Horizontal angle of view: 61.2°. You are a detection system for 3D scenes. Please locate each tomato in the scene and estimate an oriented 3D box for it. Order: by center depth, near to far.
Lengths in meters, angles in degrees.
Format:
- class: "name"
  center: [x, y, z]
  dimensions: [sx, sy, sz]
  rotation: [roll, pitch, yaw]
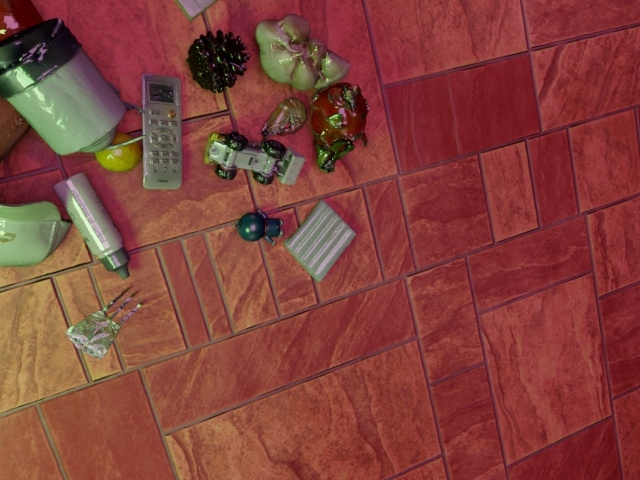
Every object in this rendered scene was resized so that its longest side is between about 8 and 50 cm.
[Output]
- class: "tomato"
  center: [-0.775, -0.527, 1.328]
  dimensions: [0.187, 0.151, 0.187]
  rotation: [-4, 104, -18]

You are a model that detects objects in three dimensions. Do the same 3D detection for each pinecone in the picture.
- class: "pinecone"
  center: [-0.274, -0.503, 1.498]
  dimensions: [0.165, 0.163, 0.163]
  rotation: [-42, 109, -28]

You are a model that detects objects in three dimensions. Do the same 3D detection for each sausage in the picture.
- class: "sausage"
  center: [-0.812, -0.275, 1.314]
  dimensions: [0.152, 0.152, 0.279]
  rotation: [37, 56, -19]

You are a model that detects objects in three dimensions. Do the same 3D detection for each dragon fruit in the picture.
- class: "dragon fruit"
  center: [0.054, -0.332, 1.602]
  dimensions: [0.198, 0.200, 0.269]
  rotation: [9, 95, -8]

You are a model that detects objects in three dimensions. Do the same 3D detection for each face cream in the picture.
- class: "face cream"
  center: [-0.610, -0.030, 1.483]
  dimensions: [0.092, 0.092, 0.311]
  rotation: [-28, 106, -13]

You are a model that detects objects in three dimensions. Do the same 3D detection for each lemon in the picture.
- class: "lemon"
  center: [-0.548, -0.239, 1.461]
  dimensions: [0.133, 0.109, 0.109]
  rotation: [16, 92, -46]

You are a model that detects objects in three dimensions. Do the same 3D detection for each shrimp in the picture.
- class: "shrimp"
  center: [-0.112, -0.354, 1.635]
  dimensions: [0.180, 0.041, 0.099]
  rotation: [-46, 123, -9]

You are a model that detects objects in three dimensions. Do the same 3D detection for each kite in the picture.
- class: "kite"
  center: [-0.608, 0.236, 1.562]
  dimensions: [0.229, 0.016, 0.127]
  rotation: [-42, 111, -5]

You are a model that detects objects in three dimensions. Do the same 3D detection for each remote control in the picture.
- class: "remote control"
  center: [-0.449, -0.301, 1.519]
  dimensions: [0.109, 0.055, 0.313]
  rotation: [-3, 96, -35]

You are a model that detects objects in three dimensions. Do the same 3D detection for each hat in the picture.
- class: "hat"
  center: [-0.779, -0.031, 1.345]
  dimensions: [0.258, 0.301, 0.168]
  rotation: [14, 71, -19]

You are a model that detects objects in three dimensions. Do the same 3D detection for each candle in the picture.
- class: "candle"
  center: [-0.612, -0.339, 1.300]
  dimensions: [0.221, 0.221, 0.342]
  rotation: [-37, 128, -10]

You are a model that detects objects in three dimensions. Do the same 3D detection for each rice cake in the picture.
- class: "rice cake"
  center: [0.000, 0.000, 1.716]
  dimensions: [0.198, 0.037, 0.189]
  rotation: [-45, 109, -8]

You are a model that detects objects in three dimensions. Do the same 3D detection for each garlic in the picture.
- class: "garlic"
  center: [-0.064, -0.519, 1.541]
  dimensions: [0.281, 0.203, 0.184]
  rotation: [37, 102, -22]

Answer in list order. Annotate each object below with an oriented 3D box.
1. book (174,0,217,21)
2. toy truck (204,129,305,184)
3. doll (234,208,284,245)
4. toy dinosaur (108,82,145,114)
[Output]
- class: "book"
  center: [-0.320, -0.784, 1.508]
  dimensions: [0.283, 0.025, 0.215]
  rotation: [-40, 107, -10]
- class: "toy truck"
  center: [-0.193, -0.245, 1.578]
  dimensions: [0.286, 0.111, 0.136]
  rotation: [9, 126, -28]
- class: "doll"
  center: [-0.186, -0.039, 1.629]
  dimensions: [0.152, 0.085, 0.114]
  rotation: [-1, 83, -29]
- class: "toy dinosaur"
  center: [-0.560, -0.379, 1.457]
  dimensions: [0.209, 0.039, 0.082]
  rotation: [24, 119, 3]
